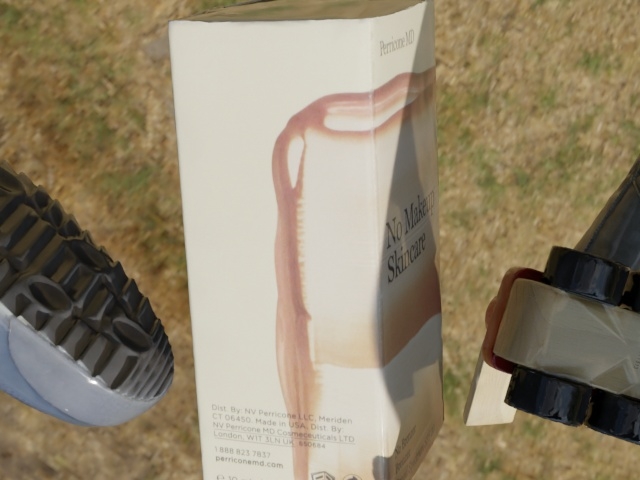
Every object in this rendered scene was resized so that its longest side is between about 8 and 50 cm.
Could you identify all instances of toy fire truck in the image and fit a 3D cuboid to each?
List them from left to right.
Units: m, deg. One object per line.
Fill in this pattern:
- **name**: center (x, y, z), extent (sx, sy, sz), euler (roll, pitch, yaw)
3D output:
- **toy fire truck**: center (0.214, 0.101, 1.001), extent (0.217, 0.246, 0.158), euler (16, 90, -10)

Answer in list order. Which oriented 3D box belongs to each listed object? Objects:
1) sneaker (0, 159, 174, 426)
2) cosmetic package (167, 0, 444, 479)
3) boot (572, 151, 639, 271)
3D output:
- **sneaker**: center (-0.219, 0.005, 0.606), extent (0.319, 0.112, 0.131), euler (37, 109, 4)
- **cosmetic package**: center (0.000, 0.000, 0.816), extent (0.129, 0.153, 0.296), euler (2, 107, 20)
- **boot**: center (0.252, 0.011, 1.062), extent (0.076, 0.189, 0.208), euler (37, 103, -5)
